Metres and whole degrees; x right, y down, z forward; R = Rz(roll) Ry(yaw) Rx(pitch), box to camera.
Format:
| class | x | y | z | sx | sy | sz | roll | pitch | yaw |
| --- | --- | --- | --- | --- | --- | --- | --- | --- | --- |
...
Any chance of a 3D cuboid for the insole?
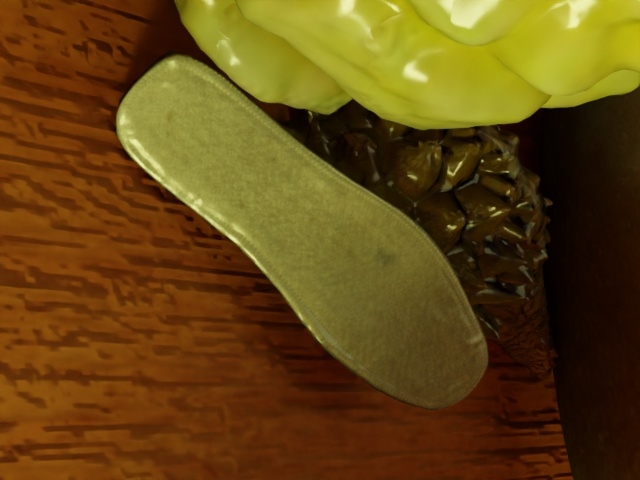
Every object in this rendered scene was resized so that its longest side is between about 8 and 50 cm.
| class | x | y | z | sx | sy | sz | roll | pitch | yaw |
| --- | --- | --- | --- | --- | --- | --- | --- | --- | --- |
| insole | 0.000 | 0.000 | 0.494 | 0.192 | 0.010 | 0.063 | 42 | 89 | -22 |

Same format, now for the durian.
| class | x | y | z | sx | sy | sz | roll | pitch | yaw |
| --- | --- | --- | --- | --- | --- | --- | --- | --- | --- |
| durian | 0.071 | 0.005 | 0.576 | 0.224 | 0.078 | 0.140 | 42 | 55 | -37 |

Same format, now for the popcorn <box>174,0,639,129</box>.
| class | x | y | z | sx | sy | sz | roll | pitch | yaw |
| --- | --- | --- | --- | --- | --- | --- | --- | --- | --- |
| popcorn | 0.050 | -0.160 | 0.425 | 0.293 | 0.237 | 0.293 | 13 | 54 | -19 |

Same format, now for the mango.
| class | x | y | z | sx | sy | sz | roll | pitch | yaw |
| --- | --- | --- | --- | --- | --- | --- | --- | --- | --- |
| mango | 0.209 | -0.004 | 0.644 | 0.198 | 0.221 | 0.384 | 11 | 77 | -14 |
